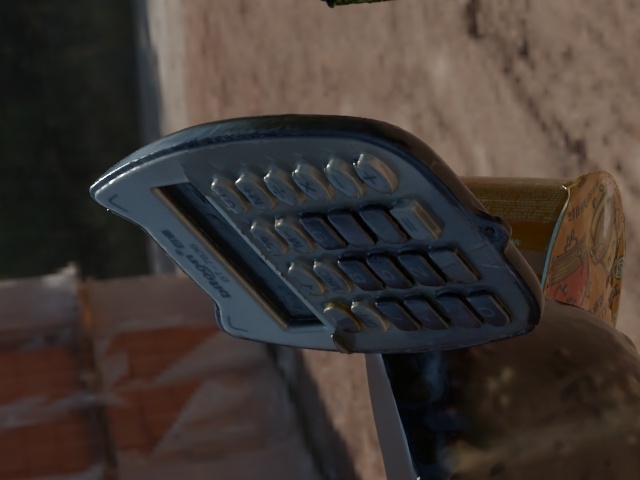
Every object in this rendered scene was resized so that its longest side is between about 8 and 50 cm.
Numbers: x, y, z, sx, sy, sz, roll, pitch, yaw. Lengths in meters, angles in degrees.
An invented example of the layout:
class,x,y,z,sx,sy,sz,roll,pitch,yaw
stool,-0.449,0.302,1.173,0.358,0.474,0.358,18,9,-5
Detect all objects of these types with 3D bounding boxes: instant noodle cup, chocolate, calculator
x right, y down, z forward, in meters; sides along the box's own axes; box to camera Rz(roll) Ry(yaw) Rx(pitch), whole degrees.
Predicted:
class,x,y,z,sx,sy,sz,roll,pitch,yaw
instant noodle cup,0.154,0.034,1.500,0.216,0.172,0.216,-30,-56,-57
chocolate,0.166,0.195,1.227,0.225,0.210,0.340,136,121,-87
calculator,0.000,0.000,0.918,0.268,0.040,0.177,0,140,49

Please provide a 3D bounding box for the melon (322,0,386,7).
class,x,y,z,sx,sy,sz,roll,pitch,yaw
melon,0.045,-0.295,1.286,0.265,0.169,0.129,-114,34,-43
